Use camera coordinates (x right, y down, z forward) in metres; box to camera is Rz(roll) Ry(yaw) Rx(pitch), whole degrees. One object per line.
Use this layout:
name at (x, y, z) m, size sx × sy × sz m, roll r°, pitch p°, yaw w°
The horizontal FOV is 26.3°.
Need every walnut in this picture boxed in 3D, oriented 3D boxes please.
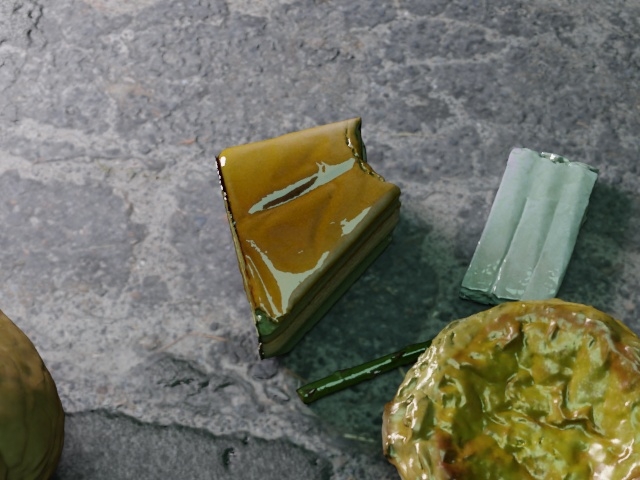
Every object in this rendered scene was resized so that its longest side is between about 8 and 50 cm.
walnut at (-0.429, 0.183, 1.447) m, size 0.313 × 0.277 × 0.252 m, roll 45°, pitch 112°, yaw 23°

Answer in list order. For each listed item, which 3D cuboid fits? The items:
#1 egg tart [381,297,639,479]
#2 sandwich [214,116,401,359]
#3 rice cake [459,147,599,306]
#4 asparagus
egg tart at (0.241, 0.220, 1.491) m, size 0.341 × 0.129 × 0.341 m, roll -1°, pitch 65°, yaw 2°
sandwich at (0.000, 0.000, 1.576) m, size 0.198 × 0.155 × 0.227 m, roll -13°, pitch 67°, yaw -5°
rice cake at (0.252, -0.013, 1.642) m, size 0.124 × 0.038 × 0.211 m, roll 15°, pitch 67°, yaw 8°
asparagus at (0.091, 0.139, 1.586) m, size 0.248 × 0.024 × 0.025 m, roll -19°, pitch 110°, yaw -7°
